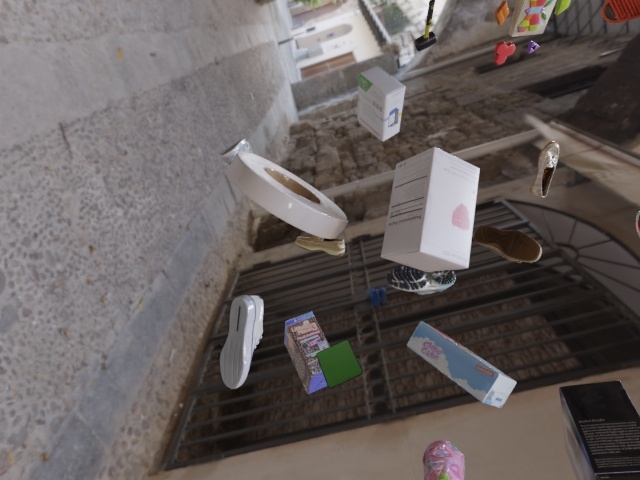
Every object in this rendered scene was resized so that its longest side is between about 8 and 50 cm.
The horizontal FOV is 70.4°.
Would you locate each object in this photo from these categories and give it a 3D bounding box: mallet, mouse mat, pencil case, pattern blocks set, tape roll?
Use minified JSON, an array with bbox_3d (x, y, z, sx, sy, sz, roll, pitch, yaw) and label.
[{"bbox_3d":[0.312,-0.612,1.283,0.039,0.062,0.190,63,-6,13],"label":"mallet"},{"bbox_3d":[0.075,0.499,1.845,0.190,0.152,0.007,-117,-176,-52],"label":"mouse mat"},{"bbox_3d":[0.310,0.614,1.128,0.284,0.124,0.124,-5,79,-76],"label":"pencil case"},{"bbox_3d":[0.708,-0.768,1.505,0.325,0.285,0.026,72,-7,-50],"label":"pattern blocks set"},{"bbox_3d":[-0.096,-0.139,1.376,0.391,0.072,0.392,32,13,-8],"label":"tape roll"}]

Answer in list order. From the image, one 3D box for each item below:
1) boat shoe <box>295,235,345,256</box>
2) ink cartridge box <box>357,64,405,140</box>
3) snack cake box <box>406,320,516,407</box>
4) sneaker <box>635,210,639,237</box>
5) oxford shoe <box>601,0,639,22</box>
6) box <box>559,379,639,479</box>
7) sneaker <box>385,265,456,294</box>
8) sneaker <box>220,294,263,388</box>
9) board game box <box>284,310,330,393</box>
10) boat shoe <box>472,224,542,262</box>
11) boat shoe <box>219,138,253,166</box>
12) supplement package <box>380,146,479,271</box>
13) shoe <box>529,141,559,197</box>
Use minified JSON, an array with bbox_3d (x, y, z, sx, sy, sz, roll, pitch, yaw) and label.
[{"bbox_3d":[0.000,0.000,1.618,0.068,0.189,0.072,-47,144,-59],"label":"boat shoe"},{"bbox_3d":[0.212,-0.488,1.628,0.154,0.093,0.213,49,-21,28],"label":"ink cartridge box"},{"bbox_3d":[0.390,0.344,1.270,0.152,0.089,0.264,30,2,-45],"label":"snack cake box"},{"bbox_3d":[0.999,-0.017,1.359,0.064,0.061,0.158,-21,-100,54],"label":"sneaker"},{"bbox_3d":[0.802,-0.607,1.074,0.097,0.271,0.098,59,21,-9],"label":"oxford shoe"},{"bbox_3d":[0.816,0.614,1.281,0.294,0.182,0.297,-71,146,-60],"label":"box"},{"bbox_3d":[0.388,0.175,1.798,0.122,0.282,0.110,105,-17,-53],"label":"sneaker"},{"bbox_3d":[-0.196,0.268,1.205,0.091,0.094,0.259,-3,110,-55],"label":"sneaker"},{"bbox_3d":[-0.050,0.529,2.141,0.291,0.141,0.232,60,-23,32],"label":"board game box"},{"bbox_3d":[0.705,0.016,1.695,0.089,0.105,0.285,31,2,-34],"label":"boat shoe"},{"bbox_3d":[-0.338,-0.354,1.913,0.103,0.118,0.320,58,4,-9],"label":"boat shoe"},{"bbox_3d":[0.309,-0.076,1.273,0.175,0.177,0.293,-15,-118,61],"label":"supplement package"},{"bbox_3d":[0.870,-0.268,1.739,0.058,0.076,0.219,-109,-160,-57],"label":"shoe"}]
